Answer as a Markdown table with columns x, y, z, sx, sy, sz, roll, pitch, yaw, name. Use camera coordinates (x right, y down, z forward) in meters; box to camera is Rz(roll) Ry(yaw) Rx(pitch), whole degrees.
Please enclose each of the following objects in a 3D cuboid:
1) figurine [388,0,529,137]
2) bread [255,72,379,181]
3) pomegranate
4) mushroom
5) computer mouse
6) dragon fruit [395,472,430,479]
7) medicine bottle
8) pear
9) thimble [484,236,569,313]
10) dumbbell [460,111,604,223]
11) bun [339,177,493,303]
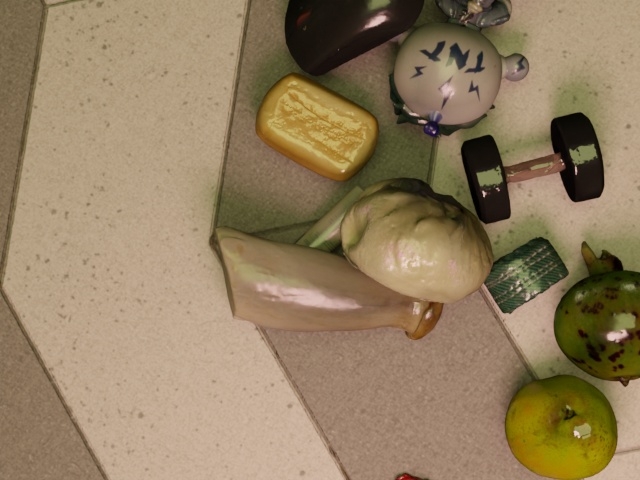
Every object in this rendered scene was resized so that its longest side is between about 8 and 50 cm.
| x | y | z | sx | sy | sz | roll | pitch | yaw | name |
| --- | --- | --- | --- | --- | --- | --- | --- | --- | --- |
| 0.240 | -0.362 | 1.846 | 0.261 | 0.186 | 0.382 | 20 | 93 | 15 | figurine |
| -0.005 | -0.198 | 1.892 | 0.217 | 0.098 | 0.147 | 33 | 88 | 3 | bread |
| 0.494 | 0.117 | 1.790 | 0.211 | 0.211 | 0.263 | -6 | 66 | 4 | pomegranate |
| 0.005 | 0.091 | 1.822 | 0.407 | 0.137 | 0.154 | 13 | 87 | -6 | mushroom |
| 0.047 | -0.406 | 1.838 | 0.269 | 0.100 | 0.170 | -25 | 59 | 30 | computer mouse |
| 0.159 | 0.482 | 1.831 | 0.153 | 0.111 | 0.153 | 0 | 85 | 1 | dragon fruit |
| 0.000 | 0.000 | 1.898 | 0.231 | 0.059 | 0.059 | -42 | 84 | 0 | medicine bottle |
| 0.401 | 0.309 | 1.769 | 0.187 | 0.219 | 0.187 | -1 | 82 | 5 | pear |
| 0.351 | 0.058 | 1.838 | 0.135 | 0.118 | 0.090 | -32 | 85 | 2 | thimble |
| 0.363 | -0.124 | 1.834 | 0.218 | 0.152 | 0.152 | -14 | 85 | 4 | dumbbell |
| 0.167 | -0.008 | 1.765 | 0.273 | 0.273 | 0.168 | 27 | 113 | 6 | bun |
